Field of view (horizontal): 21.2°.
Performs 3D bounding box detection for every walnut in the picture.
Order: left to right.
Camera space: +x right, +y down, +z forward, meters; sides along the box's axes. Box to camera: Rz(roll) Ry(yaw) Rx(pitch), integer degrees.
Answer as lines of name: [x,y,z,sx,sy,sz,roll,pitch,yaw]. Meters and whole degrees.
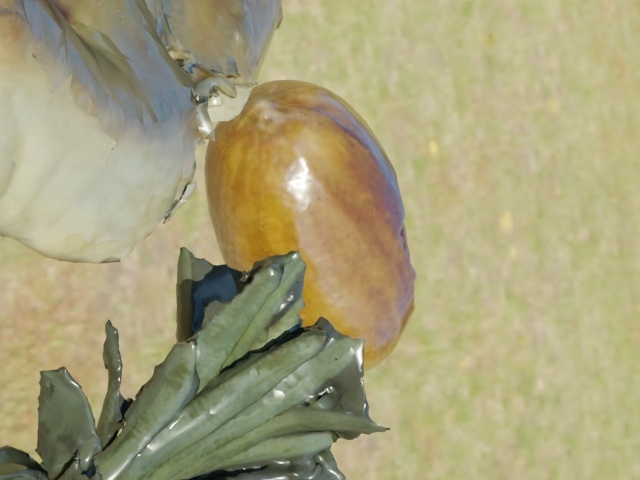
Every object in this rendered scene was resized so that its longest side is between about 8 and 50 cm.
walnut: [0.000,0.000,0.942,0.116,0.116,0.207,-75,151,-46]

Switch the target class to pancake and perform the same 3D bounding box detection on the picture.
pancake: [-0.099,-0.178,0.476,0.382,0.071,0.382,-15,90,-72]

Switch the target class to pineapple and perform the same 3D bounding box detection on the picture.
pineapple: [-0.111,0.107,0.650,0.130,0.277,0.119,54,-19,14]
